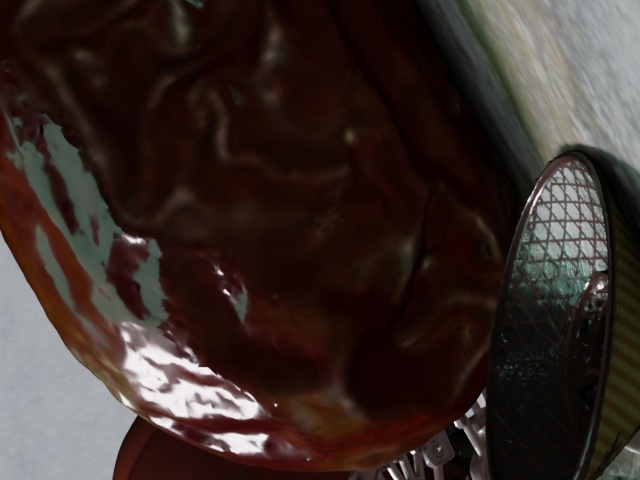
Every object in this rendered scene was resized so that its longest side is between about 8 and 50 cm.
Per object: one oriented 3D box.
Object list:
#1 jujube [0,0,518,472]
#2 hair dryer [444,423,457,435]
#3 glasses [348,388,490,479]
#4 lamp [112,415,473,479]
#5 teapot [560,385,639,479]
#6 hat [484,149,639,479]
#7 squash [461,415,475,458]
[{"bbox_3d":[-0.046,-0.041,1.123,0.377,0.276,0.276,61,174,-7],"label":"jujube"},{"bbox_3d":[0.000,0.000,1.326,0.272,0.091,0.235,39,-153,-41],"label":"hair dryer"},{"bbox_3d":[0.112,0.149,1.247,0.162,0.095,0.255,52,-142,2],"label":"glasses"},{"bbox_3d":[-0.006,0.208,1.441,0.303,0.257,0.303,33,-168,-8],"label":"lamp"},{"bbox_3d":[0.175,0.167,0.977,0.092,0.145,0.226,22,-154,-30],"label":"teapot"},{"bbox_3d":[0.145,0.056,0.962,0.193,0.082,0.193,-171,90,-80],"label":"hat"},{"bbox_3d":[0.174,0.219,1.497,0.250,0.083,0.083,49,169,49],"label":"squash"}]
